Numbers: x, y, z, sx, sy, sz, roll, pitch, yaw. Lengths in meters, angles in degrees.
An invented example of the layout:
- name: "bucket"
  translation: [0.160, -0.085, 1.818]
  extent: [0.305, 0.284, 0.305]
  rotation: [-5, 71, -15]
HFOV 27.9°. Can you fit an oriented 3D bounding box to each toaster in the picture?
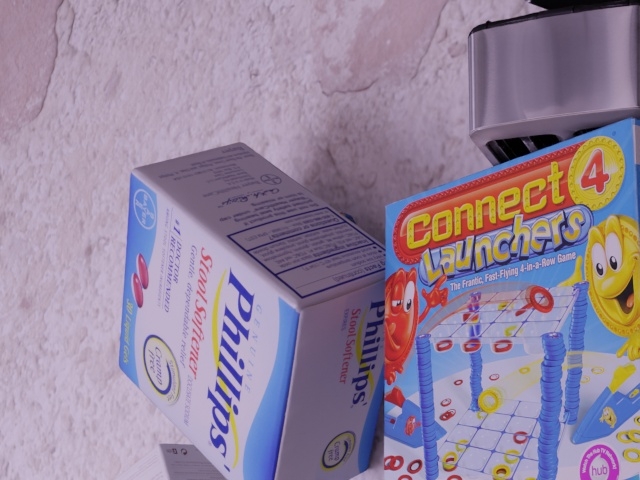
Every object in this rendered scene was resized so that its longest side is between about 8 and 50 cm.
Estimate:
- name: "toaster"
  translation: [0.223, -0.125, 1.100]
  extent: [0.168, 0.185, 0.110]
  rotation: [-6, 68, 24]

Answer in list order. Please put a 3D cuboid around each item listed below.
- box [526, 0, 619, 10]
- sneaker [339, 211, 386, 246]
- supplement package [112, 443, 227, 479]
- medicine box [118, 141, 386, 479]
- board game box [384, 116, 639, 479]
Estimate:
- name: "box"
  translation: [0.189, -0.296, 1.196]
  extent: [0.261, 0.184, 0.103]
  rotation: [46, 114, 41]
- name: "sneaker"
  translation: [0.000, 0.000, 1.423]
  extent: [0.185, 0.069, 0.084]
  rotation: [35, 95, 39]
- name: "supplement package"
  translation: [-0.153, 0.337, 1.476]
  extent: [0.105, 0.105, 0.179]
  rotation: [-39, 56, 33]
- name: "medicine box"
  translation: [-0.071, 0.084, 1.341]
  extent: [0.289, 0.149, 0.263]
  rotation: [38, 131, 39]
- name: "board game box"
  translation: [0.180, 0.087, 1.080]
  extent: [0.308, 0.086, 0.302]
  rotation: [-20, 64, 51]
